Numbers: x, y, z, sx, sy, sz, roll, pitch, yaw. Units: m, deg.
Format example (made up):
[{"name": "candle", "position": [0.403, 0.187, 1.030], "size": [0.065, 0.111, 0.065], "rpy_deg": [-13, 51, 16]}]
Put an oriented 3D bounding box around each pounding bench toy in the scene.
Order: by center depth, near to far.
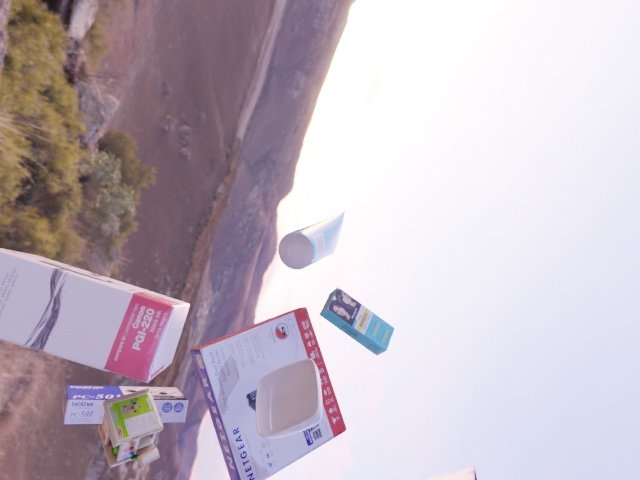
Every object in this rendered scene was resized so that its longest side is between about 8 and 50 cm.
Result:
[{"name": "pounding bench toy", "position": [-0.212, 0.227, 0.537], "size": [0.083, 0.052, 0.065], "rpy_deg": [53, -47, 32]}]

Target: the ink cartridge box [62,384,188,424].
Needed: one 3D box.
[{"name": "ink cartridge box", "position": [-0.365, 0.307, 0.889], "size": [0.097, 0.206, 0.046], "rpy_deg": [-1, -100, 59]}]

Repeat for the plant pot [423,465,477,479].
[{"name": "plant pot", "position": [0.287, 0.743, 1.168], "size": [0.267, 0.235, 0.268], "rpy_deg": [20, 60, -71]}]

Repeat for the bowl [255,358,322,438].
[{"name": "bowl", "position": [-0.057, 0.320, 0.940], "size": [0.142, 0.053, 0.142], "rpy_deg": [-24, -143, 13]}]

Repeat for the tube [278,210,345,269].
[{"name": "tube", "position": [0.000, 0.000, 0.737], "size": [0.080, 0.052, 0.207], "rpy_deg": [-68, 165, 15]}]

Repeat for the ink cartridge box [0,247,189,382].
[{"name": "ink cartridge box", "position": [-0.283, 0.086, 0.570], "size": [0.158, 0.217, 0.092], "rpy_deg": [143, -36, -79]}]

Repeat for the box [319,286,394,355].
[{"name": "box", "position": [0.123, 0.268, 1.573], "size": [0.060, 0.244, 0.101], "rpy_deg": [-46, -169, 49]}]

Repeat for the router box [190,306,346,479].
[{"name": "router box", "position": [-0.120, 0.371, 1.163], "size": [0.082, 0.301, 0.336], "rpy_deg": [-21, -93, 55]}]
